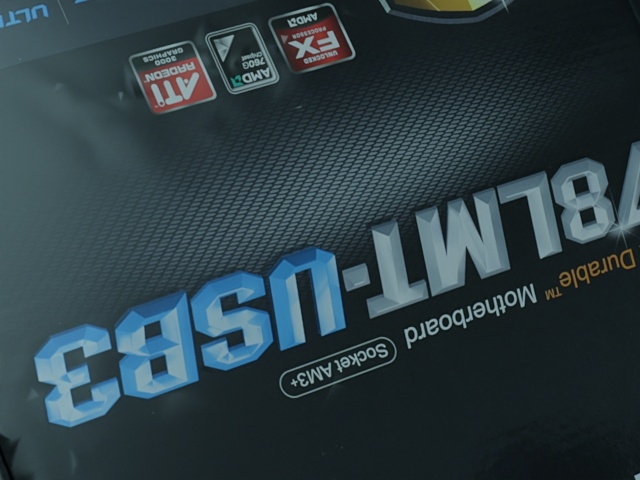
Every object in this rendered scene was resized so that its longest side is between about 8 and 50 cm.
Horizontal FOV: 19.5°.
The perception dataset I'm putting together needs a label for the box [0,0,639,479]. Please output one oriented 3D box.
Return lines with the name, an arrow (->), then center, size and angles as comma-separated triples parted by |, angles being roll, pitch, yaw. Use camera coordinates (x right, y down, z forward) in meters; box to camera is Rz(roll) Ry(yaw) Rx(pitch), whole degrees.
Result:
box -> 0.000, 0.000, 0.634 | 0.296, 0.073, 0.293 | -17, 76, -26
